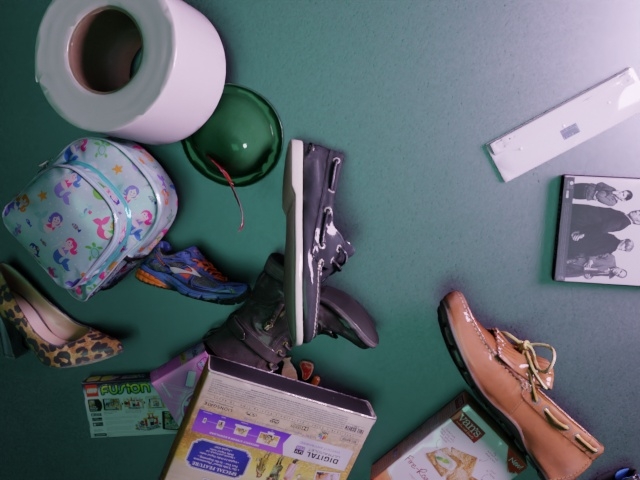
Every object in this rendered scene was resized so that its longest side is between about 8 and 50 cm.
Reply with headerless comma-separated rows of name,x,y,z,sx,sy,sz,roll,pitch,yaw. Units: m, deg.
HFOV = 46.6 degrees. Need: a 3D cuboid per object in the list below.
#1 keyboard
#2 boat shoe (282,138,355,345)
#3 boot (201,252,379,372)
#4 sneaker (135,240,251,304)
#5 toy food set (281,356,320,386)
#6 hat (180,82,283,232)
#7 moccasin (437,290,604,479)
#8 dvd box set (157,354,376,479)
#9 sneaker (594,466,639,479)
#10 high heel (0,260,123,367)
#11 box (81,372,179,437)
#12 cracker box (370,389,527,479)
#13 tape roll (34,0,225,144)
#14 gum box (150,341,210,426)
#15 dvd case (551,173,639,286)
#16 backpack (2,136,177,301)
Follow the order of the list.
keyboard,0.398,-0.185,1.198,0.256,0.014,0.072,-28,102,12
boat shoe,-0.001,0.001,1.199,0.113,0.127,0.339,3,68,-12
boot,-0.054,0.171,1.298,0.263,0.091,0.229,36,105,10
sneaker,-0.218,0.055,1.278,0.221,0.083,0.087,15,86,19
toy food set,-0.030,0.269,1.344,0.078,0.019,0.122,-1,96,8
hat,-0.153,-0.155,1.189,0.209,0.183,0.173,33,103,0
moccasin,0.331,0.232,1.228,0.147,0.139,0.380,-38,92,7
dvd box set,-0.125,0.430,1.301,0.308,0.062,0.420,19,105,-14
sneaker,0.569,0.449,1.267,0.217,0.079,0.121,-4,102,10
high heel,-0.482,0.129,1.335,0.261,0.093,0.186,1,108,17
box,-0.333,0.305,1.383,0.207,0.036,0.114,-4,101,9
cracker box,0.223,0.399,1.311,0.232,0.067,0.155,-44,94,13
tape roll,-0.293,-0.280,1.164,0.246,0.169,0.246,0,91,18
gum box,-0.208,0.291,1.323,0.107,0.062,0.188,-30,106,-8
dvd case,0.508,-0.014,1.208,0.239,0.029,0.179,3,102,6
backpack,-0.379,-0.050,1.246,0.253,0.191,0.225,-42,89,7
